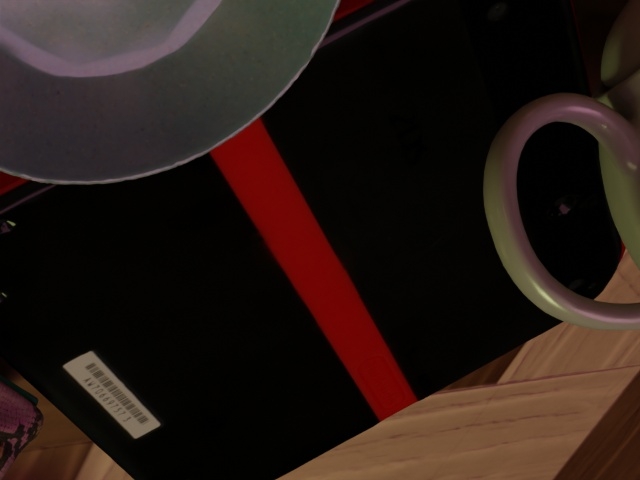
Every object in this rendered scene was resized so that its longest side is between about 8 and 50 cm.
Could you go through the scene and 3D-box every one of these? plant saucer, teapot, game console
[{"bbox_3d":[-0.083,-0.111,0.600,0.195,0.037,0.195,-15,132,-17],"label":"plant saucer"},{"bbox_3d":[0.219,-0.080,0.728,0.252,0.187,0.256,-43,-176,26],"label":"teapot"},{"bbox_3d":[0.000,0.000,0.826,0.342,0.060,0.386,-28,146,1],"label":"game console"}]

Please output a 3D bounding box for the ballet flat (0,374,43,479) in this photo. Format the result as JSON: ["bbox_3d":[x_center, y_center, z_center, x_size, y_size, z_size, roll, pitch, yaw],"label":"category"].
[{"bbox_3d":[-0.197,0.072,0.713,0.076,0.079,0.221,9,155,18],"label":"ballet flat"}]
